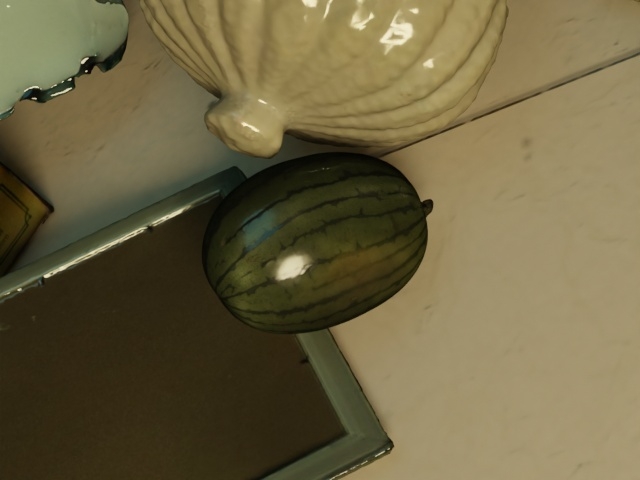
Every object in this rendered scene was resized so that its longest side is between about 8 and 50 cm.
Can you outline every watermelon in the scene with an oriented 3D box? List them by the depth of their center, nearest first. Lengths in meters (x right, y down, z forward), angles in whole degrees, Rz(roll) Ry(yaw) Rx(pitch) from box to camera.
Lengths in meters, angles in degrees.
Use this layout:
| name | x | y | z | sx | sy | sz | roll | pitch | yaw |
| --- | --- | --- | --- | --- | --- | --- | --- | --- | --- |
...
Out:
| name | x | y | z | sx | sy | sz | roll | pitch | yaw |
| --- | --- | --- | --- | --- | --- | --- | --- | --- | --- |
| watermelon | 0.000 | 0.000 | 0.548 | 0.110 | 0.078 | 0.078 | -17 | 40 | -22 |

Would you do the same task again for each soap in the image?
| name | x | y | z | sx | sy | sz | roll | pitch | yaw |
| --- | --- | --- | --- | --- | --- | --- | --- | --- | --- |
| soap | -0.220 | -0.179 | 0.787 | 0.150 | 0.094 | 0.261 | -24 | 38 | -4 |

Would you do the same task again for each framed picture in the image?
| name | x | y | z | sx | sy | sz | roll | pitch | yaw |
| --- | --- | --- | --- | --- | --- | --- | --- | --- | --- |
| framed picture | -0.125 | 0.085 | 0.579 | 0.274 | 0.017 | 0.217 | -25 | 46 | -3 |

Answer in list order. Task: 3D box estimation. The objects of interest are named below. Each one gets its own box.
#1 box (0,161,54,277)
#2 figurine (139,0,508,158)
| name | x | y | z | sx | sy | sz | roll | pitch | yaw |
| --- | --- | --- | --- | --- | --- | --- | --- | --- | --- |
| box | -0.286 | 0.043 | 0.728 | 0.159 | 0.071 | 0.240 | 19 | 70 | 38 |
| figurine | 0.052 | -0.176 | 0.614 | 0.185 | 0.205 | 0.332 | 10 | 36 | 40 |
